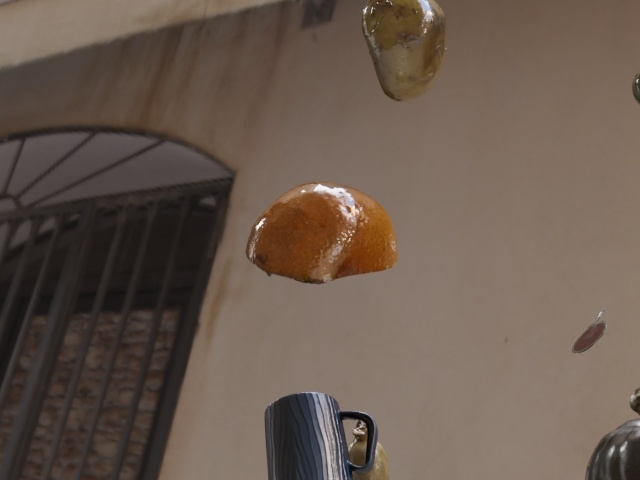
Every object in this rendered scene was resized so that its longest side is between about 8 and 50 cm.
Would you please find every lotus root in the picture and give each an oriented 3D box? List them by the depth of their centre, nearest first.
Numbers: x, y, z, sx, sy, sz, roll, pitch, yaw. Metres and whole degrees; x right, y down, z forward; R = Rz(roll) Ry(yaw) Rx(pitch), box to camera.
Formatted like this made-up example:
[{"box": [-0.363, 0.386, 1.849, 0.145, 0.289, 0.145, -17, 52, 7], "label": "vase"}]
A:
[{"box": [0.064, 0.333, 1.319, 0.062, 0.151, 0.073, -5, -1, -17], "label": "lotus root"}]

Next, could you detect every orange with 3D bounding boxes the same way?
[{"box": [0.001, -0.001, 1.905, 0.274, 0.310, 0.274, 48, -18, 21], "label": "orange"}]

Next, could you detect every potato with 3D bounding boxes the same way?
[{"box": [0.133, -0.302, 1.404, 0.137, 0.137, 0.176, -7, -63, 35], "label": "potato"}]

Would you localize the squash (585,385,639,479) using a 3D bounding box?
[{"box": [0.325, 0.205, 0.794, 0.193, 0.156, 0.193, 2, -14, 1], "label": "squash"}]

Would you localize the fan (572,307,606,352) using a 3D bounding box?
[{"box": [0.524, 0.171, 1.768, 0.005, 0.133, 0.085, 45, -40, -4], "label": "fan"}]

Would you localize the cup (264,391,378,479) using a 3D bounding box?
[{"box": [-0.002, 0.291, 1.253, 0.150, 0.138, 0.113, 4, -38, -17], "label": "cup"}]

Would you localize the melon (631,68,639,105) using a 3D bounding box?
[{"box": [0.678, -0.313, 1.850, 0.098, 0.130, 0.098, 18, -56, 30], "label": "melon"}]
